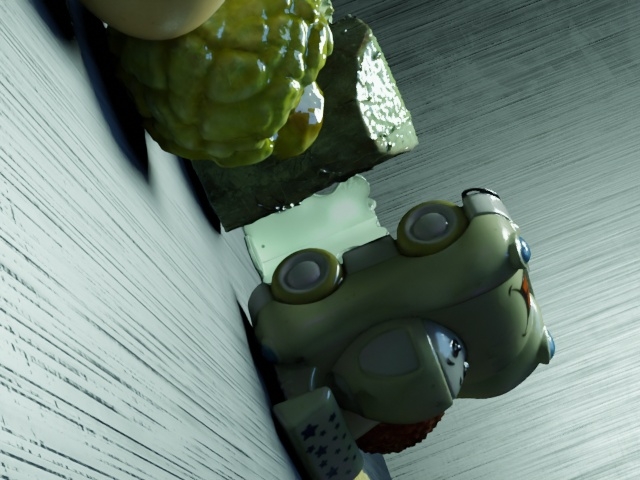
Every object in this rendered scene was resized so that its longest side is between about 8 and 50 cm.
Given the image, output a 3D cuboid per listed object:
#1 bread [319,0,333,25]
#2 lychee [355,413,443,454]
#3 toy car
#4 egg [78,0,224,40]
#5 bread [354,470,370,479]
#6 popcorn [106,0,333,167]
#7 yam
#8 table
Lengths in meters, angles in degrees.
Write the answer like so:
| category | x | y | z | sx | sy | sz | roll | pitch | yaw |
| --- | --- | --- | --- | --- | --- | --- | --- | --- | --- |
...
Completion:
| category | x | y | z | sx | sy | sz | roll | pitch | yaw |
| --- | --- | --- | --- | --- | --- | --- | --- | --- | --- |
| bread | -0.144 | -0.385 | 1.766 | 0.395 | 0.239 | 0.264 | 49 | 17 | -76 |
| lychee | 0.092 | 0.191 | 2.010 | 0.271 | 0.236 | 0.236 | -40 | 114 | -49 |
| toy car | 0.104 | 0.124 | 1.585 | 0.226 | 0.336 | 0.242 | -107 | 176 | -45 |
| egg | -0.147 | -0.285 | 1.100 | 0.201 | 0.201 | 0.244 | -99 | 179 | -80 |
| bread | 0.065 | 0.401 | 1.733 | 0.316 | 0.054 | 0.316 | -22 | 90 | -88 |
| popcorn | -0.099 | -0.176 | 1.305 | 0.237 | 0.206 | 0.251 | 53 | -20 | 14 |
| yam | -0.033 | -0.137 | 1.637 | 0.201 | 0.271 | 0.202 | -109 | 173 | -53 |
| table | 0.000 | 0.000 | 2.013 | 0.166 | 0.198 | 0.166 | -22 | 90 | -88 |
